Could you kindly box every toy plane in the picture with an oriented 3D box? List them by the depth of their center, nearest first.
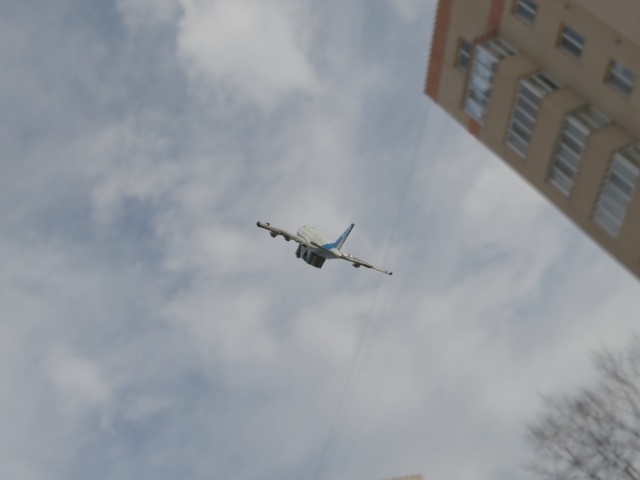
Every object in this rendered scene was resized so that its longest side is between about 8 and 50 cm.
[{"bbox_3d":[-0.001,0.003,0.532,0.077,0.084,0.024,21,-96,-18],"label":"toy plane"}]
